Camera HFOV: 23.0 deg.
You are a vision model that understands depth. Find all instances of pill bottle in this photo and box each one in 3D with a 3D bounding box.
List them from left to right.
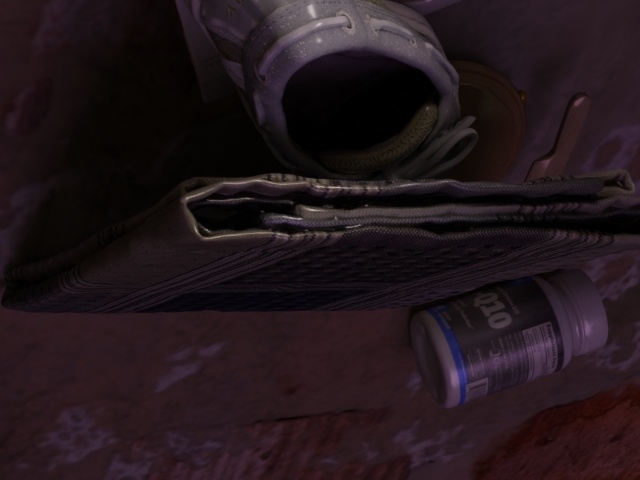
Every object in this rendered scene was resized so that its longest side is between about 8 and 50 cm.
[{"bbox_3d":[0.145,0.072,1.203,0.137,0.078,0.078,-18,142,-13],"label":"pill bottle"}]

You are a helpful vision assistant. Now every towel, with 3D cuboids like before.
[{"bbox_3d":[0.000,0.000,0.934,0.312,0.056,0.324,1,171,-28],"label":"towel"}]

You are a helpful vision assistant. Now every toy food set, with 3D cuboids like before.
[{"bbox_3d":[0.072,-0.067,1.036,0.192,0.038,0.132,5,128,-20],"label":"toy food set"}]

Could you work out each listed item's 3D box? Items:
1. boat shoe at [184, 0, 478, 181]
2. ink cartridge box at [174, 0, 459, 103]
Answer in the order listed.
[{"bbox_3d":[0.015,-0.079,0.855,0.118,0.103,0.320,-27,158,6],"label":"boat shoe"},{"bbox_3d":[0.044,-0.207,0.821,0.296,0.066,0.261,-23,159,-5],"label":"ink cartridge box"}]
